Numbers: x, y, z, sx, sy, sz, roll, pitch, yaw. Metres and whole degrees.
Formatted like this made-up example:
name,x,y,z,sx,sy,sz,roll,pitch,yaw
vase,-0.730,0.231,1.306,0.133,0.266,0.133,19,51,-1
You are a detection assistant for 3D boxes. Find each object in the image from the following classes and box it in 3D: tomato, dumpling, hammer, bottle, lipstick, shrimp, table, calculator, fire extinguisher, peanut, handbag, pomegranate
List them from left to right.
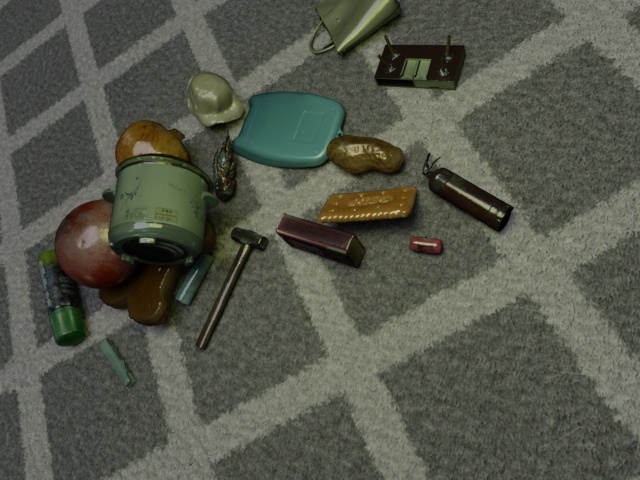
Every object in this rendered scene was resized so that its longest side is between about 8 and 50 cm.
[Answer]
name,x,y,z,sx,sy,sz,roll,pitch,yaw
bottle,-0.847,0.184,1.597,0.093,0.093,0.330,-34,61,7
tomato,-0.648,0.005,1.438,0.270,0.227,0.271,-18,56,28
pomegranate,-0.535,-0.272,1.575,0.247,0.248,0.249,-8,68,19
lipstick,-0.374,0.112,1.457,0.048,0.048,0.158,22,80,28
dumpling,-0.368,-0.474,1.635,0.162,0.132,0.250,-44,70,-6
shrimp,-0.300,-0.241,1.532,0.079,0.090,0.233,2,88,40
hammer,-0.273,0.138,1.412,0.111,0.043,0.366,19,80,27
calculator,-0.101,-0.350,1.522,0.385,0.054,0.256,13,76,25
handbag,0.084,-0.720,1.562,0.315,0.109,0.241,-28,62,14
peanut,0.122,-0.236,1.365,0.225,0.095,0.108,9,89,21
table,0.276,-0.519,1.398,0.239,0.111,0.122,11,76,26
hammer,0.267,0.011,1.238,0.083,0.043,0.043,7,73,26
fire extinguisher,0.359,-0.128,1.235,0.267,0.072,0.089,38,96,29

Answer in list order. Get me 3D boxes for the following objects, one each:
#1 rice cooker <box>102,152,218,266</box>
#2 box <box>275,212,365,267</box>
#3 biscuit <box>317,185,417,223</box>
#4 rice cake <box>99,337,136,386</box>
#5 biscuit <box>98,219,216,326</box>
name,x,y,z,sx,sy,sz,roll,pitch,yaw
rice cooker,-0.431,-0.090,1.324,0.316,0.264,0.317,1,68,-2
box,0.000,0.000,1.309,0.223,0.120,0.069,18,74,28
biscuit,0.124,-0.096,1.291,0.249,0.030,0.160,-3,28,20
rice cake,-0.607,0.362,1.466,0.042,0.030,0.180,-46,62,-2
biscuit,-0.489,0.056,1.501,0.367,0.076,0.395,16,75,37
